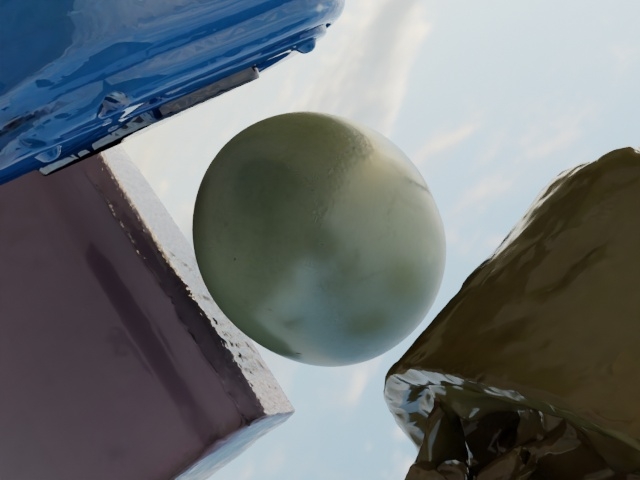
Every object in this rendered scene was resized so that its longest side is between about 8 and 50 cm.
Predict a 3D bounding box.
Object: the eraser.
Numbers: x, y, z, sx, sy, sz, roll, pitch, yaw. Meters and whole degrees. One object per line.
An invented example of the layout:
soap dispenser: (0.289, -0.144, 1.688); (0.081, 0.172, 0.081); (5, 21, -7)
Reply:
eraser: (-0.235, 0.097, 1.199); (0.272, 0.359, 0.122); (-38, 165, 12)

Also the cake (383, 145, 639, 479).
cake: (0.144, 0.171, 0.539); (0.321, 0.332, 0.332); (-52, -167, -16)

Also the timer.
timer: (-0.154, -0.118, 0.801); (0.309, 0.115, 0.340); (-31, -171, -35)

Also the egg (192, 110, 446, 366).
egg: (0.000, 0.000, 1.091); (0.219, 0.219, 0.269); (-59, 151, -12)
